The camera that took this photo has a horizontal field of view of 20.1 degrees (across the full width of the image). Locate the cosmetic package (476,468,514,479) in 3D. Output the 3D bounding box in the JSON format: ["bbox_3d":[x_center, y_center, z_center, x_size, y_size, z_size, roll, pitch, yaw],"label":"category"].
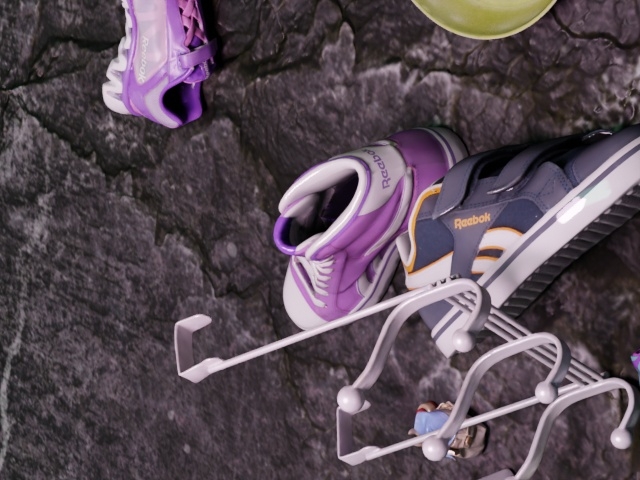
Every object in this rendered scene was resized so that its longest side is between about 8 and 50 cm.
[{"bbox_3d":[0.117,0.328,1.602,0.151,0.151,0.183,54,137,23],"label":"cosmetic package"}]

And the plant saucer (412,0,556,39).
[{"bbox_3d":[0.137,-0.286,1.480,0.241,0.037,0.241,17,114,45],"label":"plant saucer"}]

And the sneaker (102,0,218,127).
[{"bbox_3d":[-0.144,-0.210,1.801,0.104,0.095,0.236,36,132,29],"label":"sneaker"}]

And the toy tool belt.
[{"bbox_3d":[0.107,0.172,1.644,0.083,0.051,0.052,25,119,44],"label":"toy tool belt"}]

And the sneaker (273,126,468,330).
[{"bbox_3d":[0.000,-0.001,1.635,0.102,0.161,0.282,56,138,20],"label":"sneaker"}]

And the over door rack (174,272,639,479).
[{"bbox_3d":[0.067,0.134,1.498,0.324,0.239,0.108,-11,58,40],"label":"over door rack"}]

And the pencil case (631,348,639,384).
[{"bbox_3d":[0.295,0.146,1.405,0.070,0.064,0.151,-19,85,12],"label":"pencil case"}]

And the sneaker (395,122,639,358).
[{"bbox_3d":[0.159,-0.025,1.464,0.127,0.126,0.321,58,139,12],"label":"sneaker"}]
